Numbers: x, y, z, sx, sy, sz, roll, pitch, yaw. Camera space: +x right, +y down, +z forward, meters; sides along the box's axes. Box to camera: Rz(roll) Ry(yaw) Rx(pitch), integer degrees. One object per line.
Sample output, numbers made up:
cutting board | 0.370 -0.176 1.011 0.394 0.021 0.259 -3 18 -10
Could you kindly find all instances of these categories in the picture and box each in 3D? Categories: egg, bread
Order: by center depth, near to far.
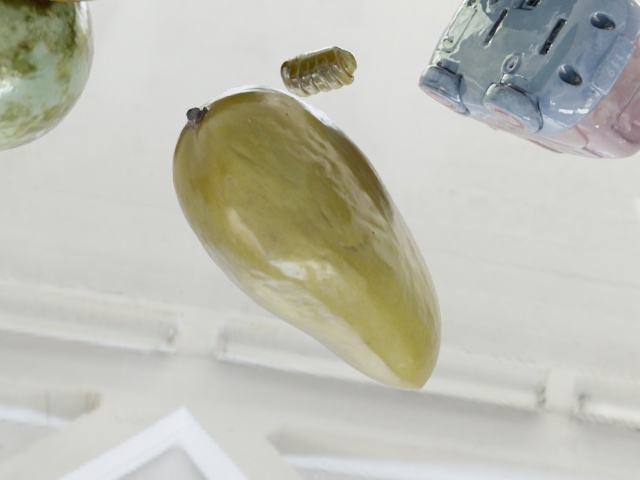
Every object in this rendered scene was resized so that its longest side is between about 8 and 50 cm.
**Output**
egg | -0.367 -0.235 1.222 0.238 0.238 0.289 -19 -96 -30
bread | -0.002 -0.182 1.261 0.088 0.049 0.033 -7 -154 28

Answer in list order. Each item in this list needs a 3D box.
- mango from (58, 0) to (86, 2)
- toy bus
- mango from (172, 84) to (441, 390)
mango | -0.142 -0.399 1.105 0.221 0.301 0.445 34 -111 4
toy bus | 0.277 -0.195 1.351 0.232 0.197 0.294 31 178 -30
mango | -0.002 -0.008 1.015 0.142 0.331 0.195 -25 -134 22
